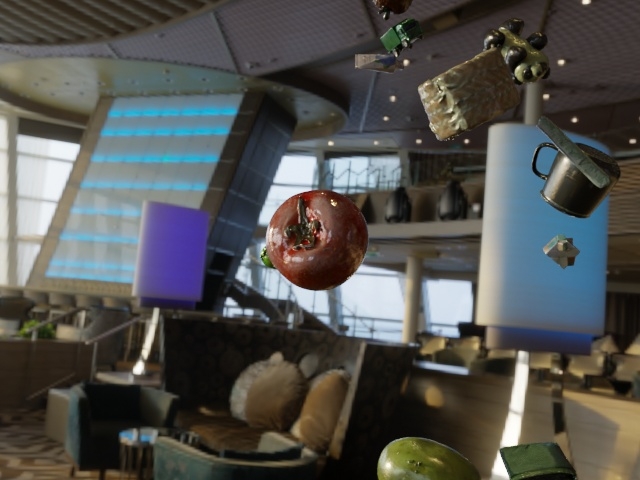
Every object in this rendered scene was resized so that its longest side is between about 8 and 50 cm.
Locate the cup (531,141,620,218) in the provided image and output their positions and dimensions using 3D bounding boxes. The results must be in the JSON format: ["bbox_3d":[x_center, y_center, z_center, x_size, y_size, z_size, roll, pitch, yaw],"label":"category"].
[{"bbox_3d":[0.668,-0.172,1.762,0.223,0.176,0.169,30,31,17],"label":"cup"}]

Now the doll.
[{"bbox_3d":[0.606,-0.578,2.023,0.234,0.143,0.135,44,-25,30],"label":"doll"}]

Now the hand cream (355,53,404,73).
[{"bbox_3d":[0.171,-0.517,1.907,0.142,0.084,0.053,6,-48,-2],"label":"hand cream"}]

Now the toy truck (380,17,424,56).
[{"bbox_3d":[0.242,-0.594,1.916,0.065,0.079,0.147,-34,7,-13],"label":"toy truck"}]

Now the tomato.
[{"bbox_3d":[0.000,0.000,1.721,0.270,0.270,0.227,2,-15,27],"label":"tomato"}]

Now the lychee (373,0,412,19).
[{"bbox_3d":[0.203,-0.685,1.830,0.114,0.146,0.114,29,-3,2],"label":"lychee"}]

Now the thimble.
[{"bbox_3d":[0.324,-0.324,1.459,0.229,0.148,0.196,-30,7,-34],"label":"thimble"}]

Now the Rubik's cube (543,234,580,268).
[{"bbox_3d":[0.616,0.024,1.662,0.084,0.073,0.075,34,17,-14],"label":"Rubik's cube"}]

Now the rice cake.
[{"bbox_3d":[0.546,-0.192,1.423,0.207,0.033,0.033,43,22,-2],"label":"rice cake"}]

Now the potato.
[{"bbox_3d":[0.313,0.690,1.914,0.304,0.216,0.216,14,-3,20],"label":"potato"}]

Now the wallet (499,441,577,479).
[{"bbox_3d":[0.553,0.576,1.686,0.160,0.055,0.236,-5,0,8],"label":"wallet"}]

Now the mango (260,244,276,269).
[{"bbox_3d":[-0.095,0.025,1.978,0.178,0.119,0.100,-24,-1,1],"label":"mango"}]
